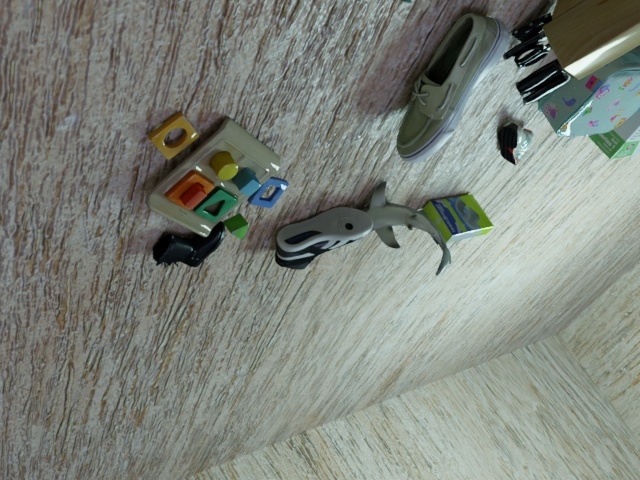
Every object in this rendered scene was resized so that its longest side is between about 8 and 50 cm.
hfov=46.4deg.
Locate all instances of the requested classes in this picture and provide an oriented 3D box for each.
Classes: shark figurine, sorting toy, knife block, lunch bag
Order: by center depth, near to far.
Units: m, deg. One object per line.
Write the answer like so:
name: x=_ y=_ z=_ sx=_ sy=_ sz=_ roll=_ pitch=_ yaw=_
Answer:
sorting toy: x=-0.168 y=-0.092 z=1.242 sx=0.196 sy=0.047 sz=0.347 roll=-44 pitch=150 yaw=8
knife block: x=0.478 y=-0.345 z=1.347 sx=0.088 sy=0.275 sz=0.242 roll=5 pitch=106 yaw=-52
lunch bag: x=0.637 y=-0.342 z=1.663 sx=0.279 sy=0.108 sz=0.224 roll=-11 pitch=150 yaw=-38
shark figurine: x=0.186 y=-0.041 z=1.672 sx=0.116 sy=0.278 sz=0.166 roll=-86 pitch=-167 yaw=-76

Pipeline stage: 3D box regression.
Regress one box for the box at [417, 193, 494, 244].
box: x=0.331 y=-0.053 z=1.831 sx=0.178 sy=0.109 sz=0.042 roll=-11 pitch=151 yaw=-37

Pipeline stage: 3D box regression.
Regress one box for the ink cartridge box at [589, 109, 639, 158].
ink cartridge box: x=0.827 y=-0.347 z=1.862 sx=0.201 sy=0.117 sz=0.278 roll=-12 pitch=147 yaw=-36

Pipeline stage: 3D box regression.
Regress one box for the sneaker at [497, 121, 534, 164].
sneaker: x=0.454 y=-0.240 z=1.720 sx=0.075 sy=0.057 sz=0.161 roll=-47 pitch=154 yaw=-8

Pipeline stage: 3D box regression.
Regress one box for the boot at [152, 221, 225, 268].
boot: x=-0.243 y=0.004 z=1.369 sx=0.121 sy=0.045 sz=0.099 roll=-46 pitch=146 yaw=23

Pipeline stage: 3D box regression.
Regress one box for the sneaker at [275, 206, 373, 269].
sneaker: x=0.000 y=0.000 z=1.604 sx=0.217 sy=0.079 sz=0.121 roll=-13 pitch=152 yaw=-20

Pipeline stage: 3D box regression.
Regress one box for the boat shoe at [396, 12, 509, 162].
boat shoe: x=0.213 y=-0.276 z=1.343 sx=0.094 sy=0.109 sz=0.302 roll=12 pitch=123 yaw=-35

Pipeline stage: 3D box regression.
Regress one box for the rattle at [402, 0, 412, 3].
rattle: x=0.059 y=-0.381 z=1.000 sx=0.142 sy=0.130 sz=0.199 roll=-21 pitch=-179 yaw=0
